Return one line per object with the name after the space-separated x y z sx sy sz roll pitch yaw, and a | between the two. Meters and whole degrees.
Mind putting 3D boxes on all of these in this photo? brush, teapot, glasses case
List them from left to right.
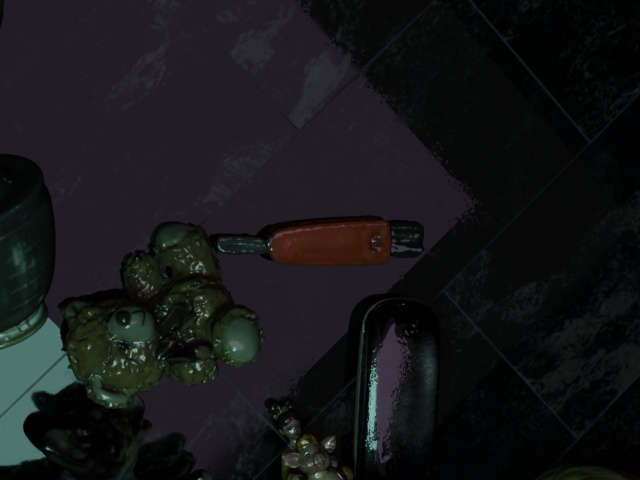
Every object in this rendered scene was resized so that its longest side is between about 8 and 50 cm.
-0.471 0.051 1.744 0.239 0.321 0.239 -2 119 18 | teapot
0.000 0.000 1.976 0.323 0.051 0.070 0 100 -17 | brush
0.115 0.243 2.001 0.122 0.075 0.314 2 93 -16 | glasses case

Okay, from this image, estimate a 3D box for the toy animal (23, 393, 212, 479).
-0.359 0.350 1.833 0.302 0.194 0.344 40 78 -18 | toy animal

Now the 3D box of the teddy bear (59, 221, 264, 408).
-0.236 0.123 1.865 0.256 0.156 0.267 -17 52 -19 | teddy bear

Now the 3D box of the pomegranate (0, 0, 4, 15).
-0.501 -0.335 1.750 0.180 0.209 0.180 4 77 -18 | pomegranate

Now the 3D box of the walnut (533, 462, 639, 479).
0.406 0.474 1.993 0.277 0.253 0.282 29 84 -21 | walnut

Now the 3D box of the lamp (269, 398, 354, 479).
-0.004 0.357 1.961 0.118 0.118 0.253 -17 98 -12 | lamp
